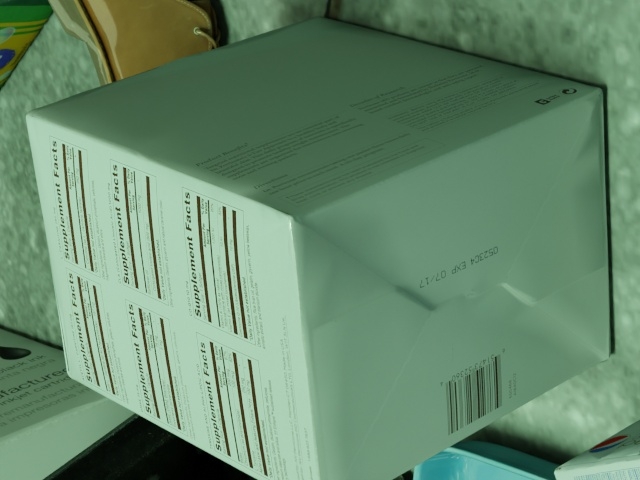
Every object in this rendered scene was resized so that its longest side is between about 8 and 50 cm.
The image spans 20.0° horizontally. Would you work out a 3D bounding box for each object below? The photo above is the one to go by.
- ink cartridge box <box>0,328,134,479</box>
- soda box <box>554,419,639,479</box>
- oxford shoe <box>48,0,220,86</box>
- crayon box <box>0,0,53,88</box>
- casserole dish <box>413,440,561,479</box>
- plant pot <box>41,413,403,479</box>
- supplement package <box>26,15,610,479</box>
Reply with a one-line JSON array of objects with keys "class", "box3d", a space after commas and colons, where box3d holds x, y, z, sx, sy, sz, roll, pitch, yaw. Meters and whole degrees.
[{"class": "ink cartridge box", "box3d": [-0.339, 0.180, 1.342, 0.395, 0.285, 0.166, 13, 118, 48]}, {"class": "soda box", "box3d": [0.193, 0.188, 0.842, 0.069, 0.074, 0.216, -19, 94, 55]}, {"class": "oxford shoe", "box3d": [-0.084, -0.098, 1.047, 0.076, 0.076, 0.212, -28, 99, 15]}, {"class": "crayon box", "box3d": [-0.332, -0.106, 1.136, 0.083, 0.323, 0.203, 60, 145, 8]}, {"class": "casserole dish", "box3d": [0.121, 0.164, 0.954, 0.188, 0.037, 0.114, 15, 121, 49]}, {"class": "plant pot", "box3d": [-0.063, 0.219, 1.113, 0.188, 0.187, 0.167, 27, 141, 41]}, {"class": "supplement package", "box3d": [0.000, 0.000, 0.878, 0.203, 0.194, 0.149, 21, 125, 46]}]
